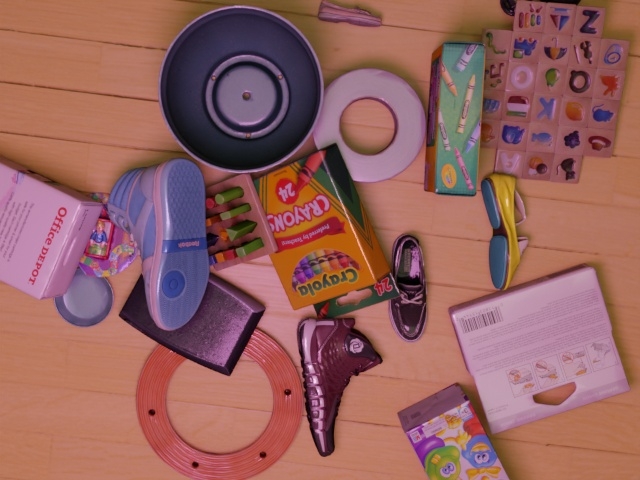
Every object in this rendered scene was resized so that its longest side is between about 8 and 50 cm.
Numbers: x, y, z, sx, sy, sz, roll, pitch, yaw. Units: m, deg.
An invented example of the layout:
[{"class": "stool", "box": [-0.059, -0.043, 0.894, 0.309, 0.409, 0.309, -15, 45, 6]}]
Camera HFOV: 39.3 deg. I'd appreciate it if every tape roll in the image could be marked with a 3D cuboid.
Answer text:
[{"class": "tape roll", "box": [0.092, -0.222, 1.743, 0.219, 0.072, 0.219, 0, 95, 0]}]

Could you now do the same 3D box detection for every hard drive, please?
[{"class": "hard drive", "box": [-0.254, 0.140, 1.756, 0.254, 0.054, 0.172, 28, 84, 5]}]

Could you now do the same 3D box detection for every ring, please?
[{"class": "ring", "box": [-0.203, 0.324, 1.810, 0.336, 0.032, 0.337, 0, 96, -1]}]

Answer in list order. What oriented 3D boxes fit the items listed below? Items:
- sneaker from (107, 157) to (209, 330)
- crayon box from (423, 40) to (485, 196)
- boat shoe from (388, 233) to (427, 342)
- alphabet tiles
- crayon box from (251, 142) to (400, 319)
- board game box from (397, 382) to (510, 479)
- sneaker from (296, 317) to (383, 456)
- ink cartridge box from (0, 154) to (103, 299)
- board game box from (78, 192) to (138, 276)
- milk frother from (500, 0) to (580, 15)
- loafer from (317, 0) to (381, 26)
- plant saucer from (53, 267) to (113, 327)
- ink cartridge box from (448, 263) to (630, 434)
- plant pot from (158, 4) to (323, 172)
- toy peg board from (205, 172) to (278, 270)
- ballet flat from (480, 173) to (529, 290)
[{"class": "sneaker", "box": [-0.319, 0.005, 1.707, 0.208, 0.127, 0.319, 2, 87, 42]}, {"class": "crayon box", "box": [0.251, -0.226, 1.696, 0.081, 0.165, 0.279, 3, 95, -1]}, {"class": "boat shoe", "box": [0.172, 0.098, 1.772, 0.077, 0.070, 0.219, -4, 95, 0]}, {"class": "alphabet tiles", "box": [0.441, -0.284, 1.739, 0.285, 0.011, 0.343, 4, 106, -1]}, {"class": "crayon box", "box": [0.000, 0.000, 1.716, 0.202, 0.081, 0.319, -22, 95, 31]}, {"class": "board game box", "box": [0.281, 0.446, 1.768, 0.142, 0.144, 0.275, -27, 95, 1]}, {"class": "sneaker", "box": [0.049, 0.284, 1.775, 0.162, 0.106, 0.281, -8, 98, -7]}, {"class": "ink cartridge box", "box": [-0.587, -0.036, 1.710, 0.278, 0.117, 0.201, 25, 94, 8]}, {"class": "board game box", "box": [-0.440, -0.011, 1.764, 0.133, 0.033, 0.169, -35, 88, -3]}, {"class": "milk frother", "box": [0.412, -0.494, 1.689, 0.143, 0.135, 0.129, -42, 63, 0]}, {"class": "loafer", "box": [0.058, -0.442, 1.738, 0.125, 0.045, 0.039, 7, 88, 2]}, {"class": "plant saucer", "box": [-0.471, 0.113, 1.792, 0.119, 0.021, 0.119, 0, 96, -1]}, {"class": "ink cartridge box", "box": [0.434, 0.215, 1.787, 0.296, 0.066, 0.261, -18, 95, 2]}, {"class": "plant pot", "box": [-0.142, -0.275, 1.673, 0.293, 0.196, 0.293, 0, 96, -1]}, {"class": "toy peg board", "box": [-0.189, -0.026, 1.716, 0.160, 0.079, 0.161, -17, 96, 35]}, {"class": "ballet flat", "box": [0.370, -0.019, 1.766, 0.077, 0.077, 0.231, -9, 93, -16]}]
